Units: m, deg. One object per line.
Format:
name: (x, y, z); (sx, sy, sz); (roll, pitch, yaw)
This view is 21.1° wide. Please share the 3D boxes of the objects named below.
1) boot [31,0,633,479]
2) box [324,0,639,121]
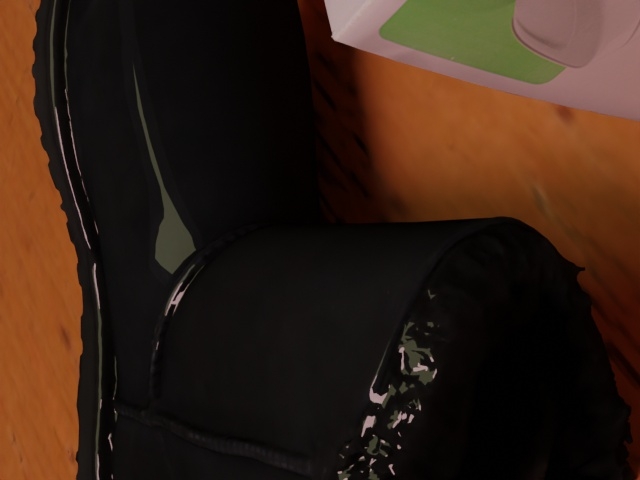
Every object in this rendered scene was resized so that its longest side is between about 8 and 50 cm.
boot: (0.000, 0.000, 0.494); (0.207, 0.094, 0.247); (0, 90, 58)
box: (0.100, -0.192, 0.372); (0.262, 0.126, 0.231); (-40, 51, 42)
